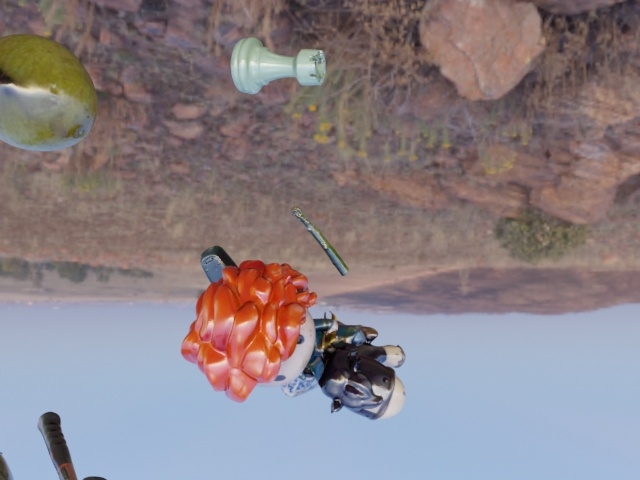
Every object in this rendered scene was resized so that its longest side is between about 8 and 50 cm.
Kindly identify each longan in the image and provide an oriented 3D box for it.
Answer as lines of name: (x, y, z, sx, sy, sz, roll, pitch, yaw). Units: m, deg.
longan: (-0.365, -0.185, 0.897, 0.145, 0.155, 0.176, -28, 177, -5)

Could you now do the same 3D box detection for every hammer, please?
hammer: (-0.334, 0.297, 0.913, 0.033, 0.111, 0.287, 11, -172, -32)

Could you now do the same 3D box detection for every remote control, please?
remote control: (-0.172, 0.112, 1.420, 0.072, 0.222, 0.042, -29, -173, 18)

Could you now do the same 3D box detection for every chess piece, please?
chess piece: (-0.048, -0.207, 0.829, 0.103, 0.067, 0.067, 7, 177, 18)

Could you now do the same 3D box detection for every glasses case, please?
glasses case: (0.007, 0.265, 1.501, 0.065, 0.087, 0.248, 35, -152, 24)

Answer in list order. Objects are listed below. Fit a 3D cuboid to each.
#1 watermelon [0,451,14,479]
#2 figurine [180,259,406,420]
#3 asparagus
watermelon: (-0.667, 0.515, 1.300, 0.189, 0.331, 0.330, 28, 161, -27)
figurine: (-0.029, 0.185, 1.209, 0.411, 0.241, 0.306, 29, -159, -17)
asparagus: (0.000, 0.000, 1.005, 0.018, 0.127, 0.015, -32, -164, 22)
